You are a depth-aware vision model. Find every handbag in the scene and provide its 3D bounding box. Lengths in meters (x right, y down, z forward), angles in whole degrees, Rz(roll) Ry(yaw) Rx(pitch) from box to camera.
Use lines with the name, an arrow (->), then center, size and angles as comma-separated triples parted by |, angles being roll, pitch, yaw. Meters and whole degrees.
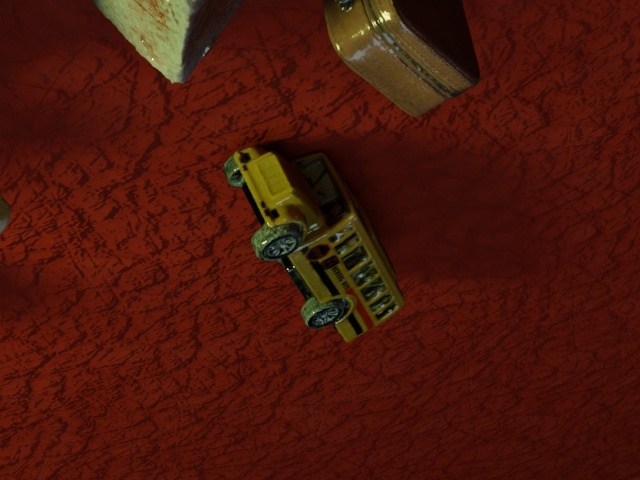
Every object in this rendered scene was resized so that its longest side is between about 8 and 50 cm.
handbag -> 0.059, -0.214, 1.247 | 0.072, 0.193, 0.151 | -28, 140, 30

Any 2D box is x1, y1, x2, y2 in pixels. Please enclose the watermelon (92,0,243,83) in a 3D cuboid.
watermelon -> -0.085, -0.250, 1.105 | 0.262, 0.201, 0.213 | -10, 160, -17

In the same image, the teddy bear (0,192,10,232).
teddy bear -> -0.497, 0.005, 1.257 | 0.327, 0.375, 0.362 | -17, 147, -54

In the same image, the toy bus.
toy bus -> 0.000, 0.000, 1.675 | 0.123, 0.121, 0.335 | -27, 151, 2
